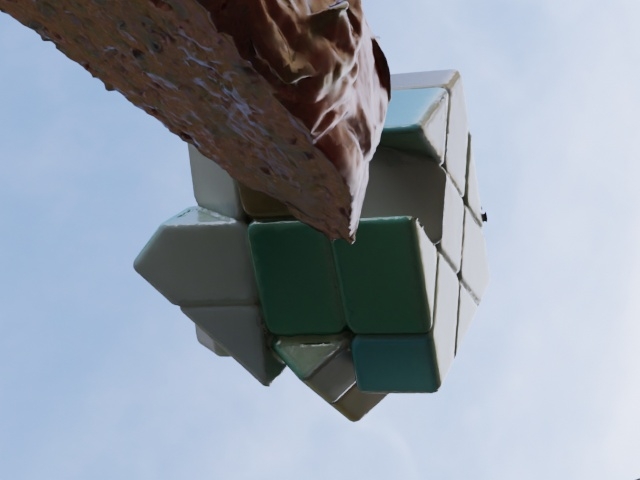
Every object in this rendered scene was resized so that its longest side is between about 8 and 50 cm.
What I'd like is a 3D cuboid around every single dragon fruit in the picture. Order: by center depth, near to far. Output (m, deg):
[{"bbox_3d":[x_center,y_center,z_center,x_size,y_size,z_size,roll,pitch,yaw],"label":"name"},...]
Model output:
[{"bbox_3d":[-0.058,-0.156,0.674,0.317,0.205,0.152,37,-104,-5],"label":"dragon fruit"}]

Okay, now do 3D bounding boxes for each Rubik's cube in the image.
[{"bbox_3d":[0.000,0.000,1.027,0.224,0.213,0.265,-52,-45,-61],"label":"Rubik's cube"}]

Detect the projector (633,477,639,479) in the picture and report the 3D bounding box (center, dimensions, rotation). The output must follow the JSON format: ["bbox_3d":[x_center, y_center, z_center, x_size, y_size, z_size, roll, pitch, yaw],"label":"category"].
[{"bbox_3d":[0.198,0.154,0.640,0.147,0.061,0.115,6,-118,-51],"label":"projector"}]
